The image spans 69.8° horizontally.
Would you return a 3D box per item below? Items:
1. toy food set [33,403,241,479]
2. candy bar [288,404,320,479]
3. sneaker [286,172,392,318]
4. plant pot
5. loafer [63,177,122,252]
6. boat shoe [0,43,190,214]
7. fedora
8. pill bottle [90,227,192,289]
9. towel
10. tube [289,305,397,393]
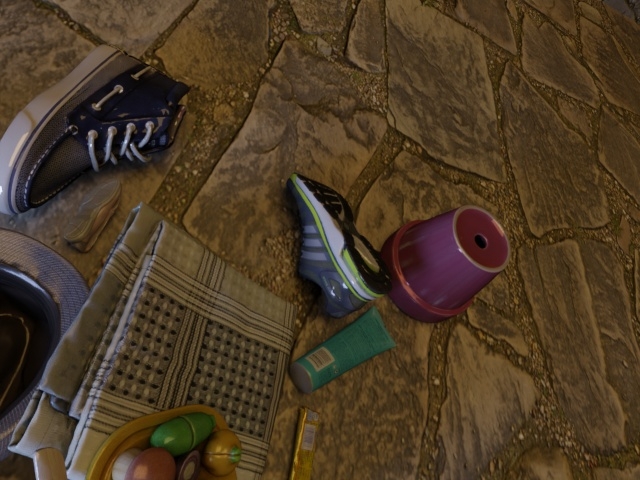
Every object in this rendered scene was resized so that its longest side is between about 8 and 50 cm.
[{"bbox_3d":[-0.155,0.244,0.462,0.218,0.071,0.128,4,79,-51],"label":"toy food set"},{"bbox_3d":[-0.027,0.322,0.663,0.040,0.018,0.162,23,56,-20],"label":"candy bar"},{"bbox_3d":[0.000,0.000,0.788,0.111,0.121,0.300,18,35,-45],"label":"sneaker"},{"bbox_3d":[0.239,0.032,0.851,0.201,0.180,0.201,13,59,-22],"label":"plant pot"},{"bbox_3d":[-0.334,-0.039,0.684,0.045,0.039,0.125,8,53,14],"label":"loafer"},{"bbox_3d":[-0.321,-0.158,0.687,0.158,0.127,0.341,22,56,-7],"label":"boat shoe"},{"bbox_3d":[-0.397,0.131,0.503,0.243,0.124,0.275,31,49,-12],"label":"fedora"},{"bbox_3d":[-0.245,0.052,0.647,0.086,0.086,0.152,47,54,1],"label":"pill bottle"},{"bbox_3d":[-0.160,0.153,0.585,0.324,0.056,0.312,40,50,-36],"label":"towel"},{"bbox_3d":[0.044,0.180,0.758,0.207,0.052,0.080,-20,81,-39],"label":"tube"}]
